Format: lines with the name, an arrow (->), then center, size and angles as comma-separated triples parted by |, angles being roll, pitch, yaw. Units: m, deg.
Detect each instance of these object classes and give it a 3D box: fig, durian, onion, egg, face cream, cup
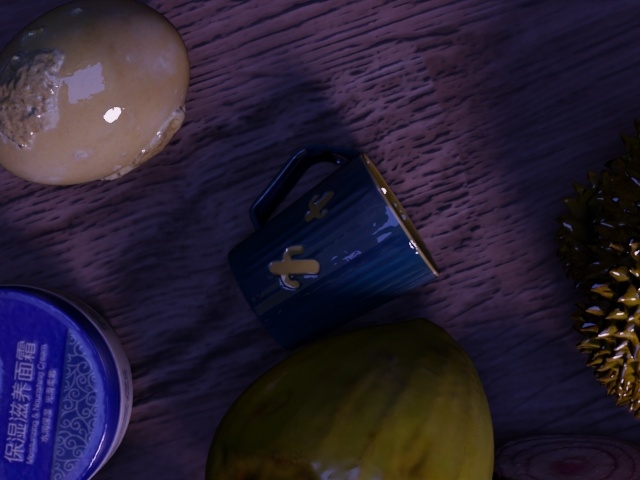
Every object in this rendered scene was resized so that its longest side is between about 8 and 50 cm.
fig -> 0.034, 0.181, 1.096 | 0.239, 0.239, 0.271 | 30, 65, 3
durian -> 0.320, 0.022, 1.076 | 0.258, 0.258, 0.293 | 28, 96, 3
onion -> 0.257, 0.241, 1.123 | 0.218, 0.195, 0.139 | -14, 97, -37
egg -> -0.211, -0.131, 1.145 | 0.201, 0.164, 0.164 | -31, 87, 3
face cream -> -0.279, 0.143, 1.167 | 0.206, 0.111, 0.205 | 0, 89, 4
cup -> 0.000, 0.000, 1.157 | 0.155, 0.131, 0.176 | -33, 58, 6
